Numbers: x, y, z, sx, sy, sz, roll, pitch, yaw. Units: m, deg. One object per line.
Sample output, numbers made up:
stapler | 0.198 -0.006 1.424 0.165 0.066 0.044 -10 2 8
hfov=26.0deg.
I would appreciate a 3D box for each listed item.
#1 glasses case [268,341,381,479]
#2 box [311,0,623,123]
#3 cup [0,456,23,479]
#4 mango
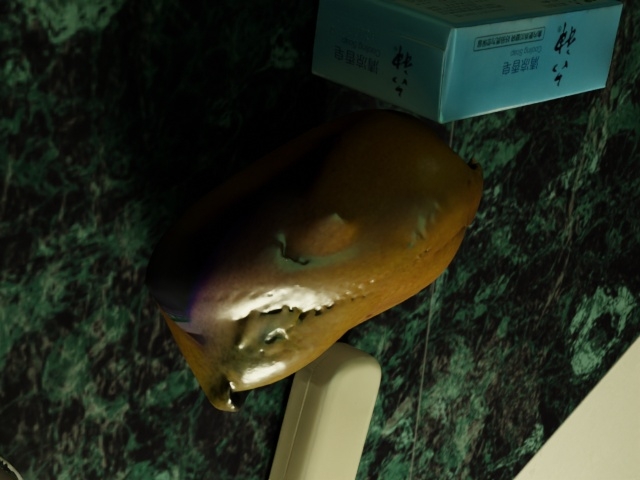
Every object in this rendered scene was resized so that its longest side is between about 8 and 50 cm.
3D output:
glasses case | 0.000 0.189 1.276 0.083 0.050 0.196 -2 112 -51
box | 0.123 -0.168 1.145 0.232 0.143 0.083 -15 121 -44
cup | -0.195 0.282 0.905 0.253 0.274 0.253 -19 114 -50
mango | 0.000 0.000 1.077 0.287 0.152 0.201 -32 176 -30
